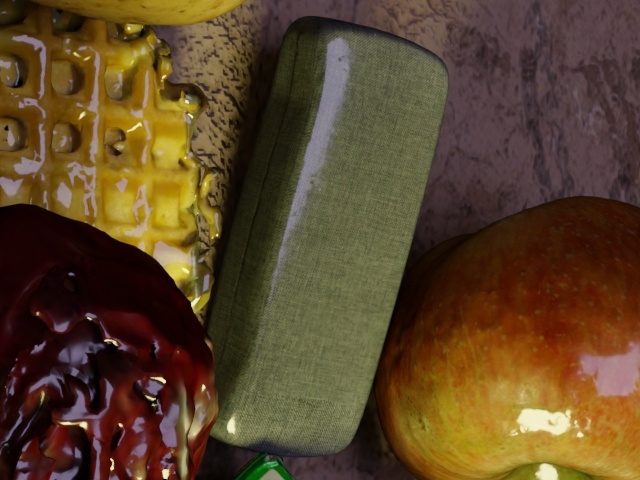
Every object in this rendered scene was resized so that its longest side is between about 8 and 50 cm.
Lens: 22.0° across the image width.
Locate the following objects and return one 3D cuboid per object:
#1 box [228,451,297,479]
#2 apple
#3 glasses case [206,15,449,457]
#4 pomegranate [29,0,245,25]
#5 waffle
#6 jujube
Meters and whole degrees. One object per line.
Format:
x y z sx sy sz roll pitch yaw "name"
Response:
-0.014 0.287 1.157 0.250 0.103 0.180 42 53 13 "box"
0.187 0.082 1.312 0.309 0.278 0.250 45 45 -62 "apple"
0.000 0.000 1.223 0.131 0.074 0.323 12 95 -37 "glasses case"
-0.119 -0.273 1.031 0.281 0.281 0.281 0 90 -43 "pomegranate"
-0.166 -0.039 1.117 0.280 0.060 0.262 51 60 -26 "waffle"
-0.190 0.174 0.957 0.258 0.258 0.376 28 89 -39 "jujube"
